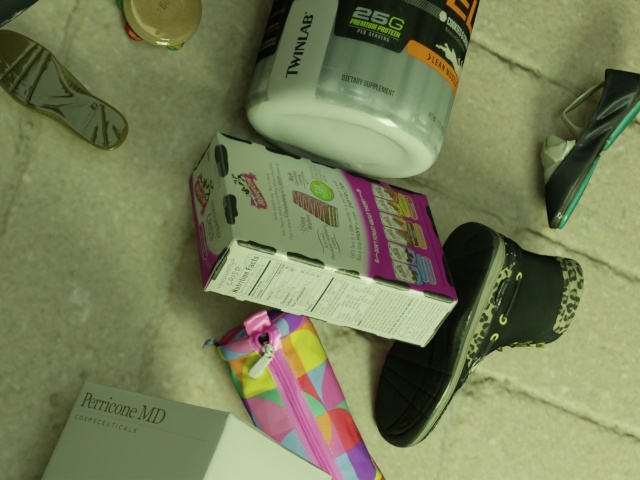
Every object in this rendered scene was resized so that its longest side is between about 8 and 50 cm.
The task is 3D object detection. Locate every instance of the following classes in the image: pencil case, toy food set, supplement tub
[{"bbox_3d":[-0.015,0.170,1.453,0.104,0.104,0.236,-30,96,-26],"label":"pencil case"},{"bbox_3d":[-0.154,-0.224,1.483,0.083,0.020,0.082,24,73,-21],"label":"toy food set"},{"bbox_3d":[0.056,-0.235,1.490,0.193,0.193,0.316,20,74,-22],"label":"supplement tub"}]

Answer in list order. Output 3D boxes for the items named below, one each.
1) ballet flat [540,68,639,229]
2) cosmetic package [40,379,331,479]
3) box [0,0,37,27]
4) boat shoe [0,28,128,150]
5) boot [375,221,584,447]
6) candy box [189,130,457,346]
[{"bbox_3d":[0.279,-0.104,1.656,0.074,0.074,0.203,40,74,-16],"label":"ballet flat"},{"bbox_3d":[-0.161,0.320,1.290,0.155,0.197,0.365,37,66,-44],"label":"cosmetic package"},{"bbox_3d":[-0.476,-0.140,0.970,0.480,0.472,0.297,-32,101,8],"label":"box"},{"bbox_3d":[-0.244,-0.135,1.420,0.153,0.048,0.056,34,82,-11],"label":"boat shoe"},{"bbox_3d":[0.164,0.105,1.550,0.178,0.085,0.236,12,104,-46],"label":"boot"},{"bbox_3d":[0.000,0.000,1.455,0.233,0.071,0.159,17,36,-23],"label":"candy box"}]
